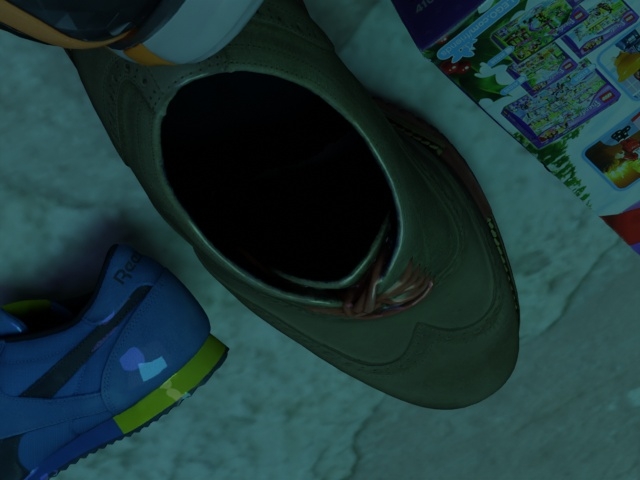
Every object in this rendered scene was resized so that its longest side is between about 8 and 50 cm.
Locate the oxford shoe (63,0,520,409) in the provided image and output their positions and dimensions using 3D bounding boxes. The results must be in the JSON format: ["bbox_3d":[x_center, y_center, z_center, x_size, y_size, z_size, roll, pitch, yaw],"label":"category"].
[{"bbox_3d":[0.000,0.000,0.784,0.123,0.130,0.348,-34,136,11],"label":"oxford shoe"}]

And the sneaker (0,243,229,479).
[{"bbox_3d":[-0.141,0.073,0.858,0.209,0.069,0.082,-34,104,24],"label":"sneaker"}]

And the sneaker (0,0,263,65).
[{"bbox_3d":[-0.048,-0.204,0.527,0.180,0.124,0.321,13,110,-40],"label":"sneaker"}]

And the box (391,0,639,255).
[{"bbox_3d":[0.199,-0.134,0.788,0.293,0.057,0.201,-38,134,15],"label":"box"}]
